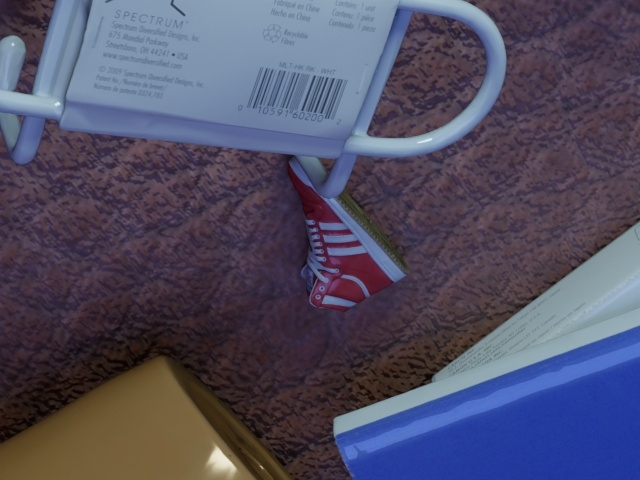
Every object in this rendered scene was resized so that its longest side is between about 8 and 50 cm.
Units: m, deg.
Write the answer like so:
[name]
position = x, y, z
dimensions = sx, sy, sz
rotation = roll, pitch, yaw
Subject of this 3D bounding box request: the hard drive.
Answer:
[hard drive]
position = 0.195, 0.155, 1.249
dimensions = 0.319, 0.040, 0.210
rotation = -21, 117, 9

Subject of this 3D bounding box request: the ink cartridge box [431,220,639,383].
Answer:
[ink cartridge box]
position = 0.271, 0.108, 1.287
dimensions = 0.296, 0.066, 0.261
rotation = -38, 114, 17

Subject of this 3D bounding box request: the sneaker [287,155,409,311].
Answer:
[sneaker]
position = 0.000, 0.000, 1.225
dimensions = 0.067, 0.042, 0.118
rotation = -36, 117, 12

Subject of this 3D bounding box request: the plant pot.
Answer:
[plant pot]
position = -0.113, 0.214, 1.218
dimensions = 0.203, 0.291, 0.291
rotation = -42, 114, 1

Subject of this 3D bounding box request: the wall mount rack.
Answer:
[wall mount rack]
position = -0.051, -0.176, 1.057
dimensions = 0.350, 0.130, 0.304
rotation = 6, 122, -25
